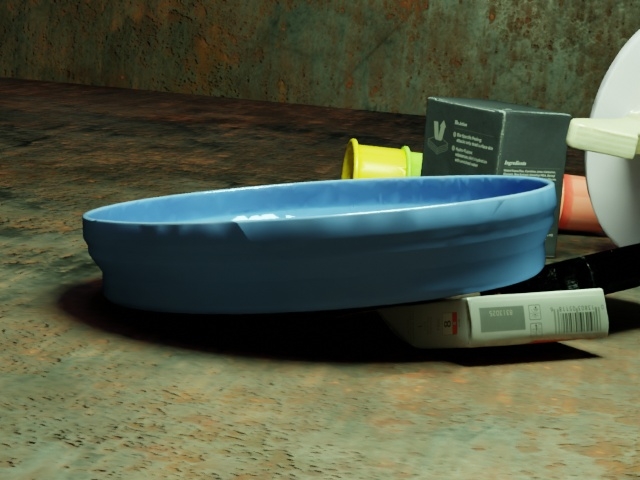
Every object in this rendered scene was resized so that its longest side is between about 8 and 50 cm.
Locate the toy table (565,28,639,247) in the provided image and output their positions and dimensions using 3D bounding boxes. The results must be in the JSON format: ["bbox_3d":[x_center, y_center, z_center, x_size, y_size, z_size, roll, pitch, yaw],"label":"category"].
[{"bbox_3d":[0.379,-0.098,1.925,0.252,0.274,0.161,1,16,2],"label":"toy table"}]

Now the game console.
[{"bbox_3d":[0.324,0.007,1.551,0.361,0.044,0.213,-14,-3,39],"label":"game console"}]

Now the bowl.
[{"bbox_3d":[0.000,0.000,1.518,0.391,0.077,0.391,-4,6,0],"label":"bowl"}]

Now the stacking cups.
[{"bbox_3d":[0.186,-0.064,2.149,0.316,0.096,0.096,3,8,-7],"label":"stacking cups"}]

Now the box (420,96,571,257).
[{"bbox_3d":[0.186,-0.071,1.991,0.093,0.158,0.156,0,10,-28],"label":"box"}]

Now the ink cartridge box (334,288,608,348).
[{"bbox_3d":[0.119,0.069,1.477,0.145,0.045,0.179,-2,-8,-35],"label":"ink cartridge box"}]
